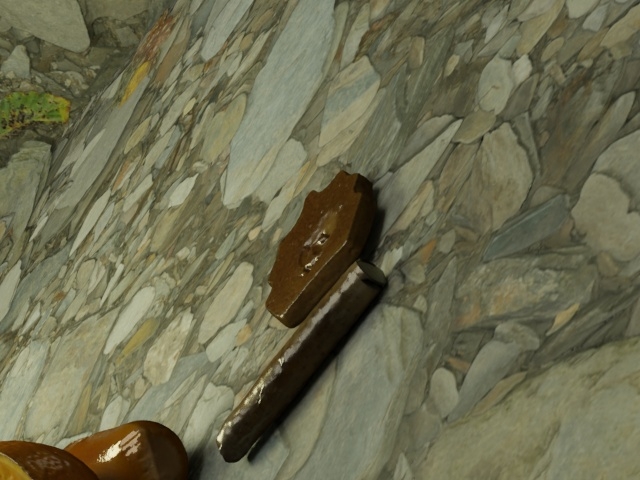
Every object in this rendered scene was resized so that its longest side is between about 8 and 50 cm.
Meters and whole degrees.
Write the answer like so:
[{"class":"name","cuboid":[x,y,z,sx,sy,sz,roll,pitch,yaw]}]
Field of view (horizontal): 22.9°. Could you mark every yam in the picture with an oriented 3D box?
[{"class":"yam","cuboid":[-0.025,0.128,1.647,0.264,0.046,0.046,-51,21,15]}]

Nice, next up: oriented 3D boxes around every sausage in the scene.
[{"class":"sausage","cuboid":[-0.240,0.274,1.855,0.274,0.105,0.105,-25,38,58]}]

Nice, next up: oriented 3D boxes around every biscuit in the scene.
[{"class":"biscuit","cuboid":[0.002,0.001,1.786,0.182,0.034,0.215,-49,20,21]}]

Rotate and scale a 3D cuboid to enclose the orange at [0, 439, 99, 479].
[{"class":"orange","cuboid":[-0.345,0.367,1.748,0.310,0.274,0.274,-47,21,5]}]
